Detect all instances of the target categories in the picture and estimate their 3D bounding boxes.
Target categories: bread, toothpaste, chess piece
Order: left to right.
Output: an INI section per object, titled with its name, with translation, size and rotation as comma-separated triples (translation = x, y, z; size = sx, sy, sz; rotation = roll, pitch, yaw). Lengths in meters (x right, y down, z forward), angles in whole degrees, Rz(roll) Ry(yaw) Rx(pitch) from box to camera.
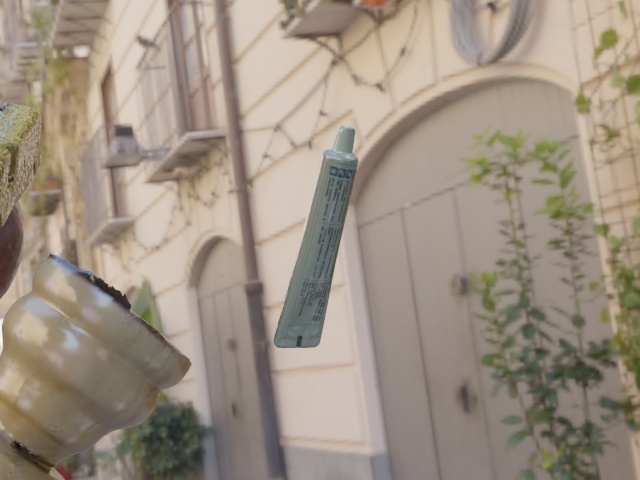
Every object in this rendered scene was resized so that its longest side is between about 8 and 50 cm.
[bread]
translation = -0.218, -0.041, 0.570
size = 0.088, 0.049, 0.226
rotation = 7, 17, -10
[chess piece]
translation = -0.229, 0.148, 0.738
size = 0.261, 0.143, 0.143
rotation = -51, 5, -14
[toothpaste]
translation = 0.000, 0.000, 0.823
size = 0.048, 0.197, 0.029
rotation = 1, 21, -34

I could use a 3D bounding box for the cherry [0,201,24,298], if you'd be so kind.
[cherry]
translation = -0.426, -0.004, 0.925
size = 0.261, 0.307, 0.221
rotation = 28, -35, 19
